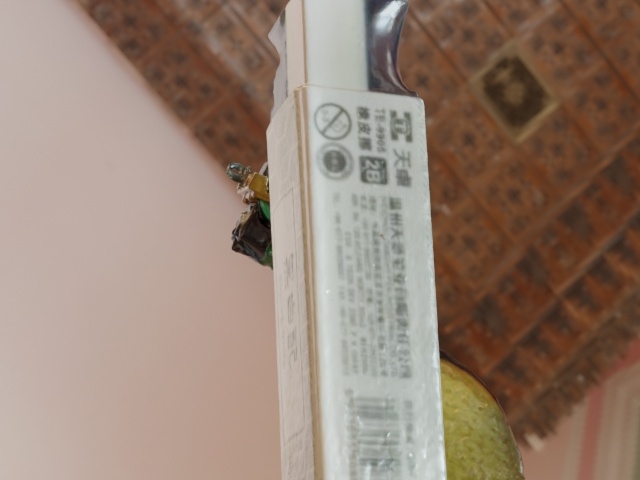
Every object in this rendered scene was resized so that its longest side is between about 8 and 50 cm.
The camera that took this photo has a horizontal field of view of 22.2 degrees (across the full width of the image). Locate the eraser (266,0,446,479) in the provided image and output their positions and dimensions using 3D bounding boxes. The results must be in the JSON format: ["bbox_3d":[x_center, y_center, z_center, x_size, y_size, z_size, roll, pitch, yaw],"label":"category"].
[{"bbox_3d":[0.020,0.017,1.169,0.096,0.098,0.404,132,-41,-61],"label":"eraser"}]

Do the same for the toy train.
[{"bbox_3d":[0.000,0.000,1.616,0.136,0.228,0.091,-66,-171,-6],"label":"toy train"}]

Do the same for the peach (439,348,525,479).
[{"bbox_3d":[0.080,0.202,1.398,0.189,0.279,0.068,-29,152,-3],"label":"peach"}]
